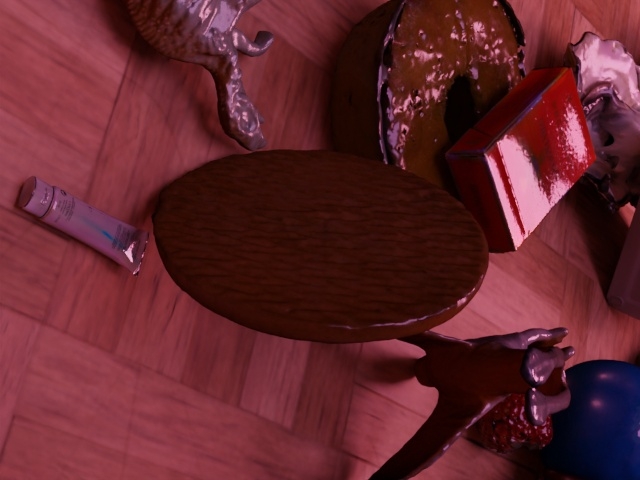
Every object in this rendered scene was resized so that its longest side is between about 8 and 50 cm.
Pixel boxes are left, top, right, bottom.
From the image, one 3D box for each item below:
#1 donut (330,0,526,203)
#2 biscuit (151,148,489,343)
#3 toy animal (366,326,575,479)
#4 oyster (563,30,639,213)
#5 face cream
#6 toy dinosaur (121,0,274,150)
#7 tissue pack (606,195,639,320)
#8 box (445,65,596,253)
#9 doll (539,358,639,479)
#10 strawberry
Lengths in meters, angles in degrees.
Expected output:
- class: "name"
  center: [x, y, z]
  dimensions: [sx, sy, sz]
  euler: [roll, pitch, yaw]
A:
- class: "donut"
  center: [0.109, -0.122, 1.052]
  dimensions: [0.272, 0.107, 0.272]
  euler: [1, 88, -44]
- class: "biscuit"
  center: [0.000, 0.001, 0.826]
  dimensions: [0.262, 0.262, 0.037]
  euler: [-33, 140, -44]
- class: "toy animal"
  center: [0.144, 0.101, 0.920]
  dimensions: [0.302, 0.284, 0.225]
  euler: [-6, 87, -46]
- class: "oyster"
  center: [0.352, -0.143, 1.322]
  dimensions: [0.214, 0.083, 0.223]
  euler: [-2, 89, -48]
- class: "face cream"
  center: [-0.172, -0.011, 0.789]
  dimensions: [0.115, 0.020, 0.038]
  euler: [32, 61, -41]
- class: "toy dinosaur"
  center: [-0.118, -0.265, 0.841]
  dimensions: [0.393, 0.092, 0.205]
  euler: [51, 56, -32]
- class: "tissue pack"
  center: [0.470, -0.011, 1.305]
  dimensions: [0.136, 0.159, 0.246]
  euler: [-45, 151, -39]
- class: "box"
  center: [0.198, -0.081, 1.037]
  dimensions: [0.175, 0.048, 0.112]
  euler: [-42, 122, -36]
- class: "doll"
  center: [0.303, 0.257, 1.153]
  dimensions: [0.215, 0.161, 0.257]
  euler: [44, 64, -75]
- class: "strawberry"
  center: [0.201, 0.180, 1.125]
  dimensions: [0.083, 0.083, 0.096]
  euler: [-18, 91, -47]
